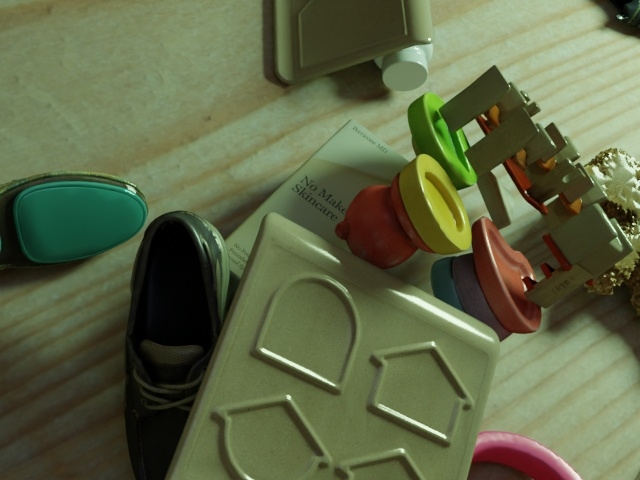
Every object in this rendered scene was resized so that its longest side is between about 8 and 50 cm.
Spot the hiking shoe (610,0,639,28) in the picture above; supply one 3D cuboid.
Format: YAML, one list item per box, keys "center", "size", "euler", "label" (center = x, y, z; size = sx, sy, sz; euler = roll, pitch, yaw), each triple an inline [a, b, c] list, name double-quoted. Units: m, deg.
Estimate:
- center: [0.561, -0.476, 1.831]
  size: [0.114, 0.086, 0.227]
  euler: [10, 56, -17]
  label: "hiking shoe"

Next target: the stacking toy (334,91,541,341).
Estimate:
- center: [0.146, -0.016, 1.289]
  size: [0.309, 0.130, 0.279]
  euler: [47, 29, -33]
  label: "stacking toy"

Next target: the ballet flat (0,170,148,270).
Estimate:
- center: [-0.379, -0.020, 1.200]
  size: [0.349, 0.123, 0.123]
  euler: [-18, 66, -30]
  label: "ballet flat"

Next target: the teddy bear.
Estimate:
- center: [0.478, 0.030, 1.473]
  size: [0.338, 0.113, 0.245]
  euler: [41, 60, 0]
  label: "teddy bear"

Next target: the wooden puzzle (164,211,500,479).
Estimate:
- center: [0.019, 0.184, 1.087]
  size: [0.322, 0.080, 0.347]
  euler: [28, 61, -20]
  label: "wooden puzzle"

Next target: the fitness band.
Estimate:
- center: [0.245, 0.345, 1.168]
  size: [0.209, 0.054, 0.291]
  euler: [-13, 50, -28]
  label: "fitness band"

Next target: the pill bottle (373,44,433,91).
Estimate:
- center: [0.123, -0.315, 1.568]
  size: [0.094, 0.094, 0.169]
  euler: [7, 56, -15]
  label: "pill bottle"

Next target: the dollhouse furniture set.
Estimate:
- center: [0.271, -0.060, 1.314]
  size: [0.262, 0.135, 0.259]
  euler: [26, 33, -54]
  label: "dollhouse furniture set"

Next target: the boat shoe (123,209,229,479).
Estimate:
- center: [-0.163, 0.137, 1.100]
  size: [0.132, 0.130, 0.355]
  euler: [-7, 78, 4]
  label: "boat shoe"

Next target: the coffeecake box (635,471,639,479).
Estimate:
- center: [0.433, 0.308, 1.237]
  size: [0.068, 0.142, 0.185]
  euler: [40, 55, 8]
  label: "coffeecake box"

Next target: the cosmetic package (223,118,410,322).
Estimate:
- center: [0.000, 0.000, 1.309]
  size: [0.160, 0.113, 0.309]
  euler: [37, 55, 7]
  label: "cosmetic package"

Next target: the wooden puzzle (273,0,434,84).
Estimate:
- center: [0.047, -0.344, 1.542]
  size: [0.239, 0.044, 0.221]
  euler: [-12, 57, 14]
  label: "wooden puzzle"
